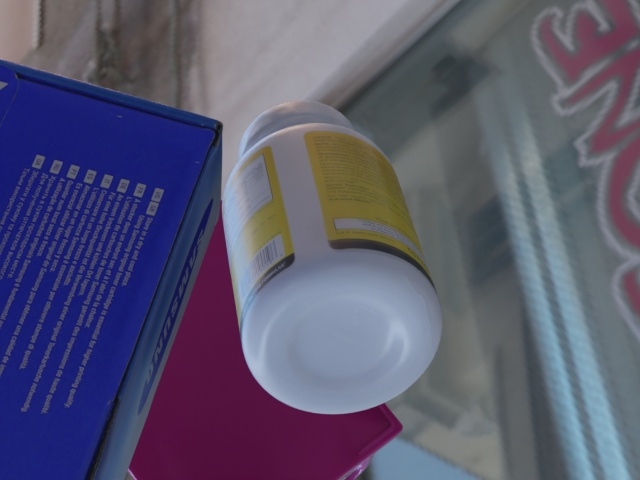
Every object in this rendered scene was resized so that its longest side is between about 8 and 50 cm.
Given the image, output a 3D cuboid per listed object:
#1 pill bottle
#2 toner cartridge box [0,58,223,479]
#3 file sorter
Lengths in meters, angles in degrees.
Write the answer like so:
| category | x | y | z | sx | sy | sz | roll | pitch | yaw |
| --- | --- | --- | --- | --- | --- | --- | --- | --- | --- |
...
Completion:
| category | x | y | z | sx | sy | sz | roll | pitch | yaw |
| --- | --- | --- | --- | --- | --- | --- | --- | --- | --- |
| pill bottle | 0.000 | 0.000 | 0.758 | 0.103 | 0.103 | 0.184 | 30 | -154 | -26 |
| toner cartridge box | -0.160 | 0.099 | 0.438 | 0.165 | 0.075 | 0.348 | 17 | -117 | 3 |
| file sorter | -0.107 | 0.135 | 1.232 | 0.202 | 0.182 | 0.290 | -34 | -105 | -18 |
